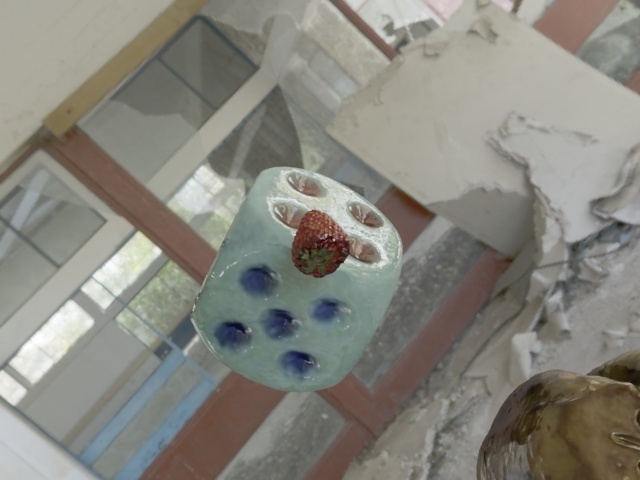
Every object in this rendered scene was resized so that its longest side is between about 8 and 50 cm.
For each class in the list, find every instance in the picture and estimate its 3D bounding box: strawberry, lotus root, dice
[{"bbox_3d":[0.000,0.000,0.751,0.073,0.073,0.083,-44,32,33],"label":"strawberry"},{"bbox_3d":[0.215,0.168,0.461,0.193,0.193,0.291,-50,-17,-22],"label":"lotus root"},{"bbox_3d":[-0.037,0.059,1.014,0.265,0.262,0.268,-60,8,29],"label":"dice"}]
